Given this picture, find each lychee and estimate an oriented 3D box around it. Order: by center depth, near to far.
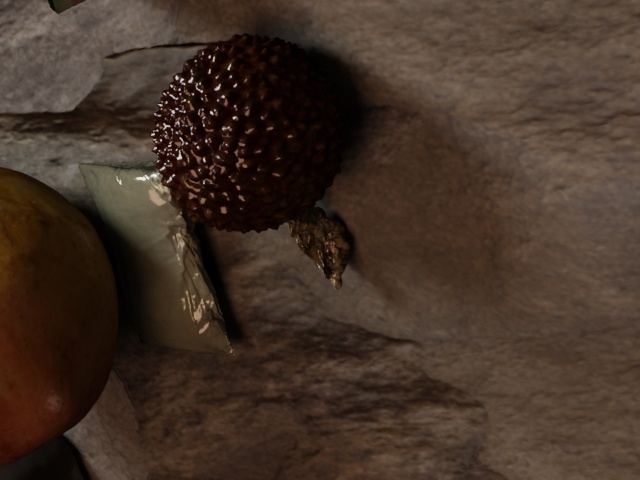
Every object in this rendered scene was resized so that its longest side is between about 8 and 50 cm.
[{"bbox_3d":[-0.070,-0.096,1.595,0.188,0.188,0.188,19,128,26],"label":"lychee"}]

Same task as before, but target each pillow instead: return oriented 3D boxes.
[{"bbox_3d":[-0.172,0.020,1.833,0.148,0.050,0.230,10,123,43],"label":"pillow"}]

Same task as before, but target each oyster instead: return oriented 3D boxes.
[{"bbox_3d":[0.000,0.000,1.678,0.038,0.083,0.081,-21,65,22],"label":"oyster"}]

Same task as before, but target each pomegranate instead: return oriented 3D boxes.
[{"bbox_3d":[-0.359,0.097,1.823,0.338,0.338,0.338,19,128,26],"label":"pomegranate"}]

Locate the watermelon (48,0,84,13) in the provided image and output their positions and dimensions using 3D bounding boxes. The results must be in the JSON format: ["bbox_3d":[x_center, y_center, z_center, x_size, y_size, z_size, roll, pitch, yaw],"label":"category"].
[{"bbox_3d":[-0.213,-0.309,1.576,0.128,0.146,0.231,31,134,17],"label":"watermelon"}]

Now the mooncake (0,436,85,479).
[{"bbox_3d":[-0.437,0.314,2.152,0.306,0.154,0.306,16,125,25],"label":"mooncake"}]
